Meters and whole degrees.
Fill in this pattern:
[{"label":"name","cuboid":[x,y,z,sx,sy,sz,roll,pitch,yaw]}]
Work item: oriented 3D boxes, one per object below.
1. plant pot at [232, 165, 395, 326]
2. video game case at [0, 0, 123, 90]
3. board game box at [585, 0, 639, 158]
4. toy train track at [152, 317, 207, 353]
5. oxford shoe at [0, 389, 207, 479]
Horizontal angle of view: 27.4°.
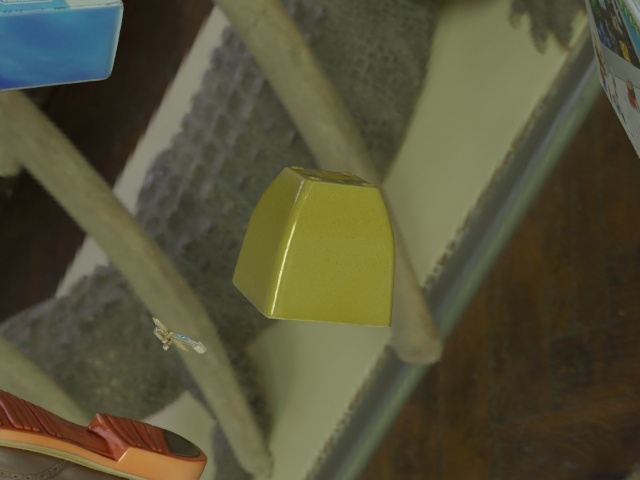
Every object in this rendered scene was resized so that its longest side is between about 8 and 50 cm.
[{"label":"plant pot","cuboid":[0.000,0.000,0.803,0.081,0.081,0.083,-142,60,-66]},{"label":"video game case","cuboid":[-0.296,-0.172,0.789,0.244,0.270,0.061,45,132,34]},{"label":"board game box","cuboid":[0.268,-0.130,1.028,0.053,0.193,0.305,-16,38,6]},{"label":"toy train track","cuboid":[-0.131,0.093,1.192,0.083,0.048,0.014,10,57,54]},{"label":"oxford shoe","cuboid":[-0.293,0.232,1.296,0.130,0.364,0.132,34,104,64]}]
